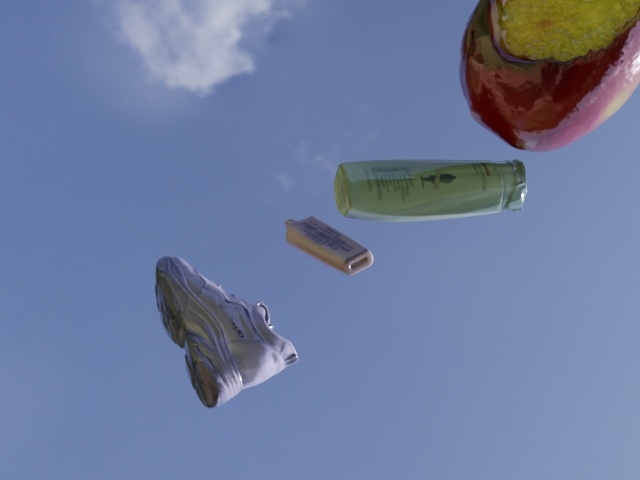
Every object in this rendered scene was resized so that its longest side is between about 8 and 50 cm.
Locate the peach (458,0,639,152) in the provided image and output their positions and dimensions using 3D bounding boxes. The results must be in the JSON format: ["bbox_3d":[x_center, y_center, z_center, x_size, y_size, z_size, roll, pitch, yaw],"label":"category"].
[{"bbox_3d":[0.253,-0.210,0.980,0.196,0.190,0.226,29,-59,-8],"label":"peach"}]

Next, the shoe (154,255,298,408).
[{"bbox_3d":[-0.133,0.103,1.231,0.245,0.138,0.095,56,-32,37],"label":"shoe"}]

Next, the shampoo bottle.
[{"bbox_3d":[0.121,-0.058,1.007,0.049,0.212,0.072,113,-33,-57],"label":"shampoo bottle"}]

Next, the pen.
[{"bbox_3d":[0.000,0.000,1.177,0.197,0.053,0.032,27,-40,57],"label":"pen"}]
